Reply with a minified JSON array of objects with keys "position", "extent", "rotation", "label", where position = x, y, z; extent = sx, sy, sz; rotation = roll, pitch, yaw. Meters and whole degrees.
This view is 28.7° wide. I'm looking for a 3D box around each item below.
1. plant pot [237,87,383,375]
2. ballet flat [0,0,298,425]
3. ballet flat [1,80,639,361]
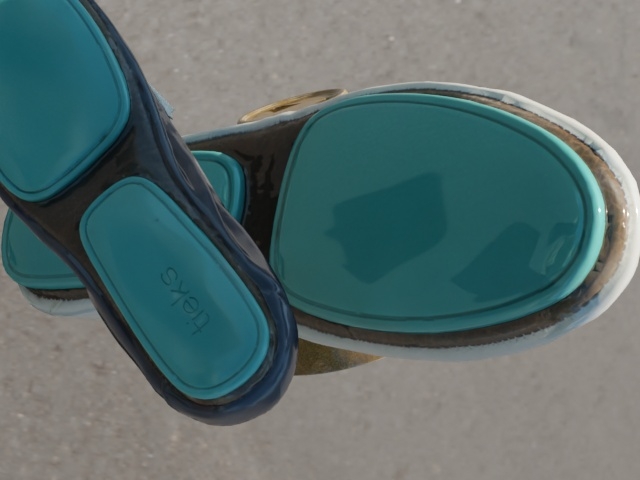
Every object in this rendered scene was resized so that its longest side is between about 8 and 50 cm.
[{"position":[0.005,-0.023,1.318],"extent":[0.237,0.237,0.254],"rotation":[-28,108,-42],"label":"plant pot"},{"position":[-0.072,-0.017,0.454],"extent":[0.074,0.074,0.203],"rotation":[-15,61,-45],"label":"ballet flat"},{"position":[0.000,0.000,0.665],"extent":[0.139,0.400,0.139],"rotation":[2,87,-52],"label":"ballet flat"}]
